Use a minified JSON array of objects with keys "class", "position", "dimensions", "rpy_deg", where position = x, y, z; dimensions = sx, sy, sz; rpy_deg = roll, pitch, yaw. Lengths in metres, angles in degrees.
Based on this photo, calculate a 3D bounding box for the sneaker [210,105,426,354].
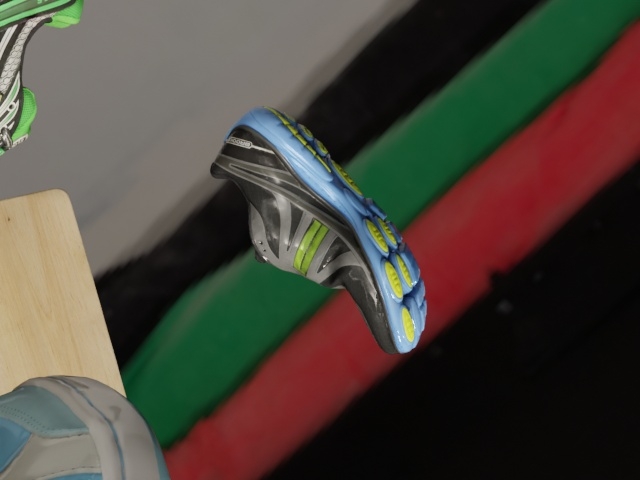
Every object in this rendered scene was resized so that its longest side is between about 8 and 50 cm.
[{"class":"sneaker","position":[0.000,0.000,1.136],"dimensions":[0.078,0.188,0.067],"rpy_deg":[-44,168,18]}]

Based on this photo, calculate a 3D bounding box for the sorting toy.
[{"class":"sorting toy","position":[-0.292,0.116,1.363],"dimensions":[0.255,0.257,0.089],"rpy_deg":[-14,174,-22]}]

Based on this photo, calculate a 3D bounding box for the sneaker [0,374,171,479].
[{"class":"sneaker","position":[-0.161,0.151,0.709],"dimensions":[0.319,0.208,0.127],"rpy_deg":[-129,-134,-58]}]

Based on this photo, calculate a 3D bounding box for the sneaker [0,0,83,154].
[{"class":"sneaker","position":[-0.283,-0.082,1.249],"dimensions":[0.344,0.146,0.134],"rpy_deg":[-59,-160,-11]}]
